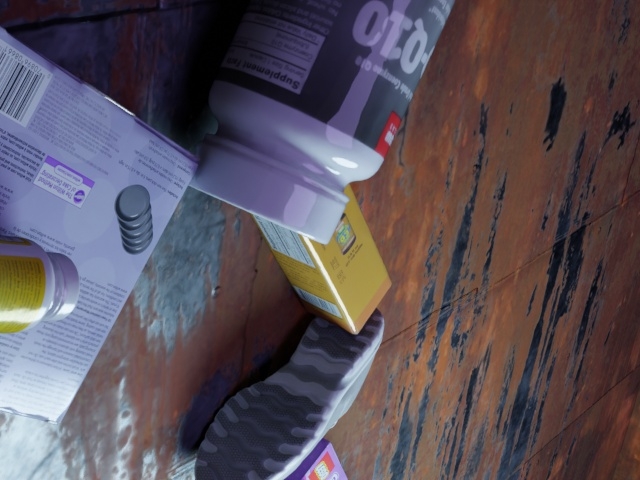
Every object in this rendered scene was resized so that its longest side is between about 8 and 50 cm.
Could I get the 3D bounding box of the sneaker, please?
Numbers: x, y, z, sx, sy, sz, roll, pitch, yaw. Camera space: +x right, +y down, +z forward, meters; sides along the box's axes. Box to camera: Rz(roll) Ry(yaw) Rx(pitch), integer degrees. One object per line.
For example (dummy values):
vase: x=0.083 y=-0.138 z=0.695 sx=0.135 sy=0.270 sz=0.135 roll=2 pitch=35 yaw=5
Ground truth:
sneaker: x=-0.020 y=0.193 z=1.198 sx=0.281 sy=0.105 sz=0.115 roll=-43 pitch=149 yaw=-26

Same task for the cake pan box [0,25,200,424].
cake pan box: x=-0.230 y=-0.006 z=0.786 sx=0.267 sy=0.070 sz=0.245 roll=32 pitch=82 yaw=-58

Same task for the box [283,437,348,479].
box: x=-0.035 y=0.380 z=1.348 sx=0.201 sy=0.057 sz=0.293 roll=-49 pitch=145 yaw=-23

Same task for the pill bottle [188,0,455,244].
pill bottle: x=0.004 y=-0.150 z=0.936 sx=0.161 sy=0.161 sz=0.283 roll=24 pitch=90 yaw=-58

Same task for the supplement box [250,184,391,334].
supplement box: x=0.000 y=0.000 z=1.120 sx=0.078 sy=0.080 sz=0.233 roll=-53 pitch=148 yaw=-20

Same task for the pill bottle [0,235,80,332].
pill bottle: x=-0.214 y=0.028 z=0.709 sx=0.116 sy=0.065 sz=0.065 roll=7 pitch=106 yaw=-55
